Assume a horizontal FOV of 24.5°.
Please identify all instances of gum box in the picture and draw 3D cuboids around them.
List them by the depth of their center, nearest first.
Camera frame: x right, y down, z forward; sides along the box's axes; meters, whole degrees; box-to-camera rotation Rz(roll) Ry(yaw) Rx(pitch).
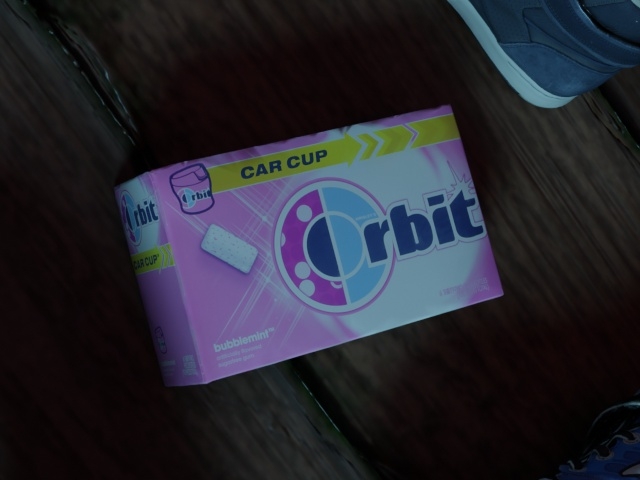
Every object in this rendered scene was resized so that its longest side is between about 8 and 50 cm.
[{"bbox_3d":[0.000,0.000,0.770,0.188,0.062,0.107,-14,90,-26],"label":"gum box"}]

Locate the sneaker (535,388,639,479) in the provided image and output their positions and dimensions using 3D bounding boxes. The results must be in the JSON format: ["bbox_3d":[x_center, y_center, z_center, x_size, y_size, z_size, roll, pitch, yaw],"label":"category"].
[{"bbox_3d":[0.163,0.148,0.813,0.330,0.130,0.147,6,66,-28],"label":"sneaker"}]

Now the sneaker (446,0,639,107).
[{"bbox_3d":[0.109,-0.178,0.792,0.226,0.163,0.086,43,69,-13],"label":"sneaker"}]
